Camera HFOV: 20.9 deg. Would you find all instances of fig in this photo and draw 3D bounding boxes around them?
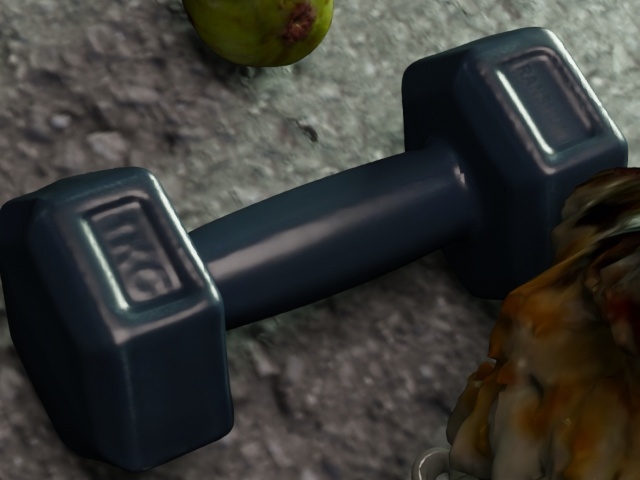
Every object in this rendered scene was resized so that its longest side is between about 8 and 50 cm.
[{"bbox_3d":[-0.057,-0.174,1.004,0.093,0.093,0.166,-24,68,-24],"label":"fig"}]

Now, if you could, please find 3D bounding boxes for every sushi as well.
[{"bbox_3d":[0.268,0.108,0.781,0.417,0.417,0.176,27,101,3],"label":"sushi"}]

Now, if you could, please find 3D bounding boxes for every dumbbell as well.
[{"bbox_3d":[0.000,0.000,0.888,0.316,0.156,0.143,-21,97,-22],"label":"dumbbell"}]

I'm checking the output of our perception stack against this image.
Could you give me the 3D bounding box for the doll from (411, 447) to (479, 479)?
[{"bbox_3d":[0.120,0.227,0.809,0.138,0.119,0.293,-29,75,-6],"label":"doll"}]
